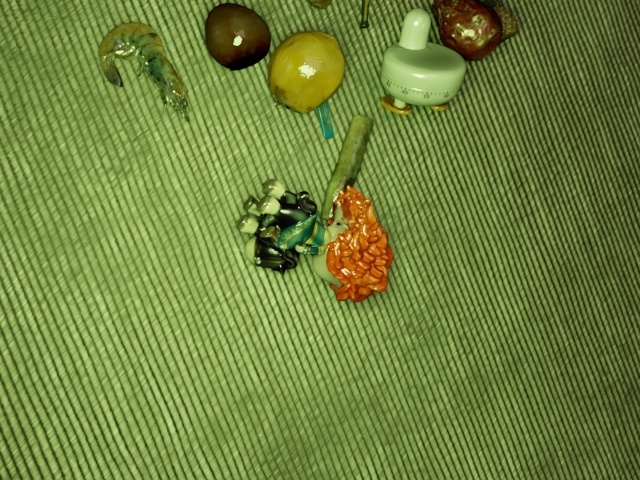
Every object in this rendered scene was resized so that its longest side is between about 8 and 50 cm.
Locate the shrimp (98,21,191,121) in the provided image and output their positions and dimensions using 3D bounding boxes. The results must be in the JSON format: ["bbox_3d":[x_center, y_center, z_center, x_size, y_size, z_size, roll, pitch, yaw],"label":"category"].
[{"bbox_3d":[-0.449,-0.415,1.370,0.169,0.058,0.296,-29,91,-7],"label":"shrimp"}]

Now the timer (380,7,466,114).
[{"bbox_3d":[0.281,-0.482,1.463,0.233,0.234,0.240,-6,133,-15],"label":"timer"}]

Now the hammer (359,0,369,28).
[{"bbox_3d":[0.129,-0.710,1.547,0.078,0.021,0.201,7,84,-14],"label":"hammer"}]

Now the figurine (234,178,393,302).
[{"bbox_3d":[-0.012,0.002,1.353,0.411,0.241,0.306,10,124,-7],"label":"figurine"}]

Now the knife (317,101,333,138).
[{"bbox_3d":[-0.005,-0.428,1.496,0.044,0.026,0.297,-14,90,-26],"label":"knife"}]

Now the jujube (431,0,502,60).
[{"bbox_3d":[0.407,-0.619,1.529,0.168,0.168,0.236,-25,63,-14],"label":"jujube"}]

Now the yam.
[{"bbox_3d":[0.073,-0.200,1.483,0.071,0.067,0.318,16,84,17],"label":"yam"}]

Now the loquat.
[{"bbox_3d":[-0.040,-0.436,1.402,0.234,0.176,0.187,-44,66,13],"label":"loquat"}]

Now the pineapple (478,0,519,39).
[{"bbox_3d":[0.498,-0.702,1.605,0.119,0.111,0.237,-24,87,-42],"label":"pineapple"}]

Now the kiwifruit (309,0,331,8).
[{"bbox_3d":[0.006,-0.705,1.491,0.075,0.075,0.125,18,79,-13],"label":"kiwifruit"}]

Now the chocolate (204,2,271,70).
[{"bbox_3d":[-0.218,-0.533,1.381,0.176,0.177,0.177,1,87,-14],"label":"chocolate"}]
